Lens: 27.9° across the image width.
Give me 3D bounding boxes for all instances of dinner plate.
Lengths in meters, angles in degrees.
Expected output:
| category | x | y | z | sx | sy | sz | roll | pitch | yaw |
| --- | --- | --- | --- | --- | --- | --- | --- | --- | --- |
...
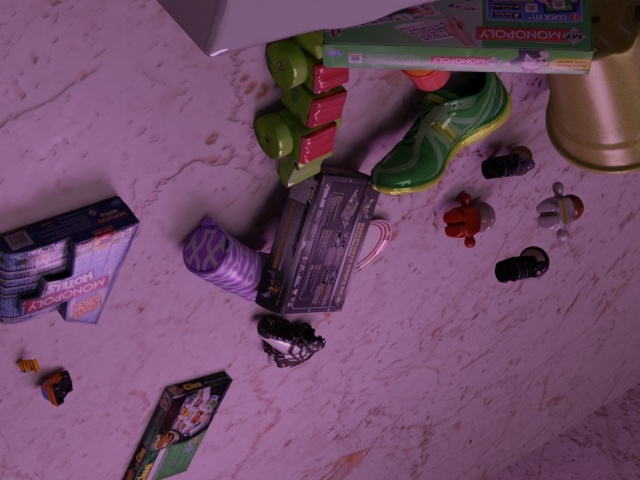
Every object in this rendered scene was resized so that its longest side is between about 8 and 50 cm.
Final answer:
| category | x | y | z | sx | sy | sz | roll | pitch | yaw |
| --- | --- | --- | --- | --- | --- | --- | --- | --- | --- |
| dinner plate | 0.065 | 0.013 | 2.260 | 0.141 | 0.017 | 0.141 | -31 | 150 | -20 |

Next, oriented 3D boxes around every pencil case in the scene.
| category | x | y | z | sx | sy | sz | roll | pitch | yaw |
| --- | --- | --- | --- | --- | --- | --- | --- | --- | --- |
| pencil case | -0.134 | 0.034 | 1.983 | 0.086 | 0.088 | 0.206 | -8 | 160 | 21 |

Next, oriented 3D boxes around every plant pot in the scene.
| category | x | y | z | sx | sy | sz | roll | pitch | yaw |
| --- | --- | --- | --- | --- | --- | --- | --- | --- | --- |
| plant pot | 0.478 | -0.291 | 2.119 | 0.276 | 0.276 | 0.254 | -39 | 141 | -3 |

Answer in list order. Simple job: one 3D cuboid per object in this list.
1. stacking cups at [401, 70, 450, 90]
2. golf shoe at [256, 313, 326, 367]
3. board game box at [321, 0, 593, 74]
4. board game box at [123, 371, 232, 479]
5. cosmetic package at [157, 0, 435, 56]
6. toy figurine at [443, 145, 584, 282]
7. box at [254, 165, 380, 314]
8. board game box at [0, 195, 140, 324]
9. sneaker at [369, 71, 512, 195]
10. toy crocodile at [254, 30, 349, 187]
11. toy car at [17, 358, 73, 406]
| category | x | y | z | sx | sy | sz | roll | pitch | yaw |
| --- | --- | --- | --- | --- | --- | --- | --- | --- | --- |
| stacking cups | 0.120 | -0.308 | 1.816 | 0.096 | 0.096 | 0.316 | -43 | 157 | 3 |
| golf shoe | -0.066 | 0.190 | 2.287 | 0.094 | 0.077 | 0.198 | -47 | 150 | 11 |
| board game box | 0.168 | -0.301 | 1.575 | 0.318 | 0.213 | 0.046 | 3 | 148 | 5 |
| board game box | -0.259 | 0.344 | 2.318 | 0.136 | 0.030 | 0.259 | -13 | 141 | -45 |
| cosmetic package | -0.041 | -0.425 | 1.113 | 0.329 | 0.393 | 0.327 | -21 | 146 | -35 |
| toy figurine | 0.356 | -0.045 | 2.336 | 0.148 | 0.213 | 0.209 | -13 | 140 | -56 |
| box | 0.000 | 0.000 | 2.026 | 0.183 | 0.056 | 0.231 | 1 | 110 | -58 |
| board game box | -0.353 | 0.052 | 1.754 | 0.194 | 0.060 | 0.194 | -21 | 145 | -32 |
| sneaker | 0.177 | -0.180 | 2.039 | 0.295 | 0.109 | 0.123 | -42 | 126 | -23 |
| toy crocodile | -0.011 | -0.193 | 1.781 | 0.115 | 0.105 | 0.340 | -25 | 148 | -28 |
| toy car | -0.415 | 0.199 | 1.932 | 0.041 | 0.060 | 0.122 | -3 | 137 | 19 |
